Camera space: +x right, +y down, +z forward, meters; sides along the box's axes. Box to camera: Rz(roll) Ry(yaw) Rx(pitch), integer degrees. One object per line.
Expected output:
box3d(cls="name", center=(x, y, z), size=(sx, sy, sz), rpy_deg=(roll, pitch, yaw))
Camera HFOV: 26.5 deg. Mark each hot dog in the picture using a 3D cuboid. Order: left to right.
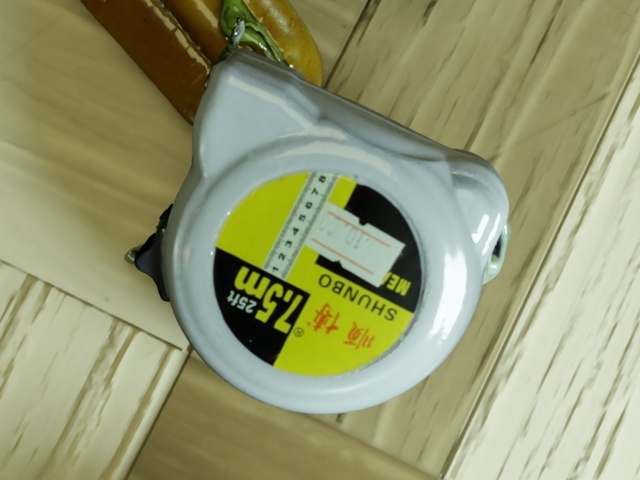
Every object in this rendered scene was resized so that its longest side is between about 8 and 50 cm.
box3d(cls="hot dog", center=(-0.095, -0.164, 0.807), size=(0.100, 0.068, 0.249), rpy_deg=(-39, 84, -8))

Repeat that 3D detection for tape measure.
box3d(cls="tape measure", center=(-0.004, 0.002, 0.757), size=(0.196, 0.105, 0.178), rpy_deg=(30, 103, -5))
